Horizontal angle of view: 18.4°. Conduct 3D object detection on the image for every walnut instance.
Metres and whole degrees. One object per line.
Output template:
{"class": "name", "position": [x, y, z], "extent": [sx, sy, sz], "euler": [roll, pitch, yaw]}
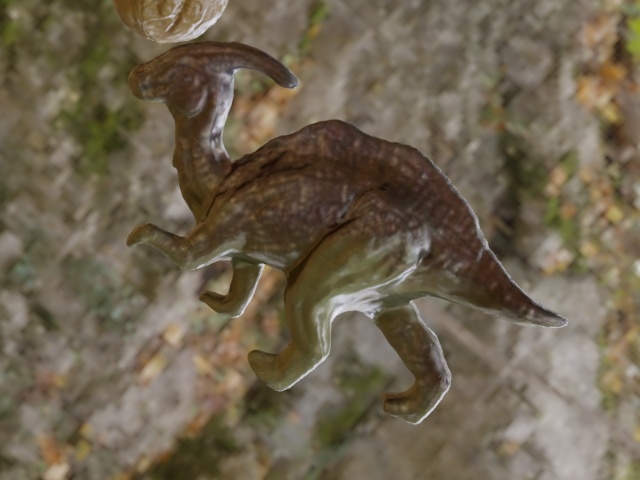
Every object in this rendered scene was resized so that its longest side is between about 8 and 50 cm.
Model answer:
{"class": "walnut", "position": [-0.120, -0.223, 1.622], "extent": [0.105, 0.105, 0.124], "euler": [-107, -146, -65]}

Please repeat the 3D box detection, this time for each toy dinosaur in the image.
{"class": "toy dinosaur", "position": [-0.003, 0.002, 1.182], "extent": [0.162, 0.294, 0.077], "euler": [-58, -175, 22]}
